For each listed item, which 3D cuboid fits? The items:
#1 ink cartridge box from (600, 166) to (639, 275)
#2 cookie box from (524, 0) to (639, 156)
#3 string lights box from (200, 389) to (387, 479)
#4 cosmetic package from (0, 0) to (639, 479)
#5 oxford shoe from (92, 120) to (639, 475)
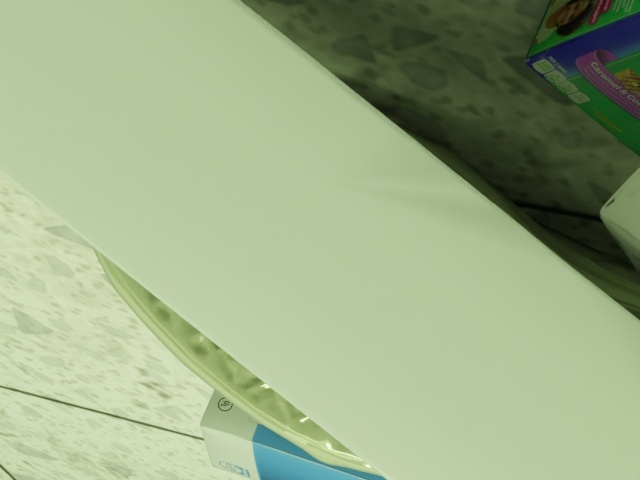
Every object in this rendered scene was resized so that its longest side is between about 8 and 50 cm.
[{"bbox_3d":[0.248,0.072,0.561,0.201,0.117,0.278,43,177,47],"label":"ink cartridge box"},{"bbox_3d":[0.152,-0.074,0.627,0.092,0.040,0.107,35,151,-23],"label":"cookie box"},{"bbox_3d":[0.075,0.105,0.936,0.260,0.133,0.076,18,154,12],"label":"string lights box"},{"bbox_3d":[0.000,0.000,0.611,0.377,0.097,0.284,38,179,0],"label":"cosmetic package"},{"bbox_3d":[0.087,0.053,0.820,0.449,0.169,0.130,23,-179,0],"label":"oxford shoe"}]
